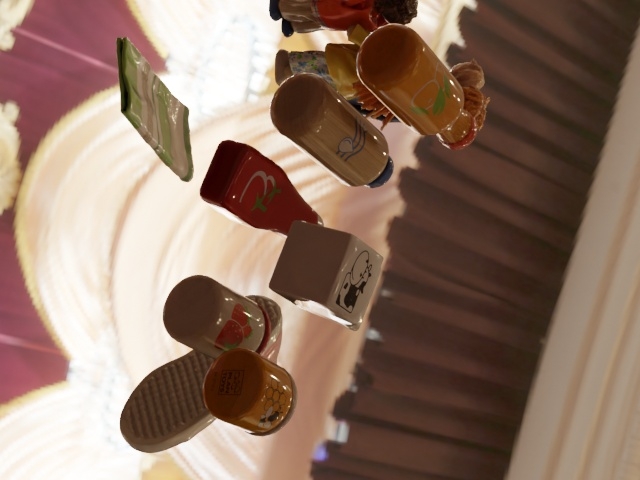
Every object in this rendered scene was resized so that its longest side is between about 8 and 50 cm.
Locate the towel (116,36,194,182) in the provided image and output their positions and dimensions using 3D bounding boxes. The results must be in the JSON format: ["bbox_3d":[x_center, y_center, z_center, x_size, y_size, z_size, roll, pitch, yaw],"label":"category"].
[{"bbox_3d":[-0.183,-0.146,1.379,0.023,0.152,0.113,-19,-123,12],"label":"towel"}]

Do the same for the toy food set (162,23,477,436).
[{"bbox_3d":[0.000,0.000,0.698,0.111,0.104,0.232,13,-103,35],"label":"toy food set"}]

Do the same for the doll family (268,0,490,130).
[{"bbox_3d":[0.066,-0.143,1.138,0.163,0.263,0.118,4,-103,29],"label":"doll family"}]

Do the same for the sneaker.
[{"bbox_3d":[-0.070,0.098,0.768,0.051,0.134,0.070,28,-40,22],"label":"sneaker"}]
